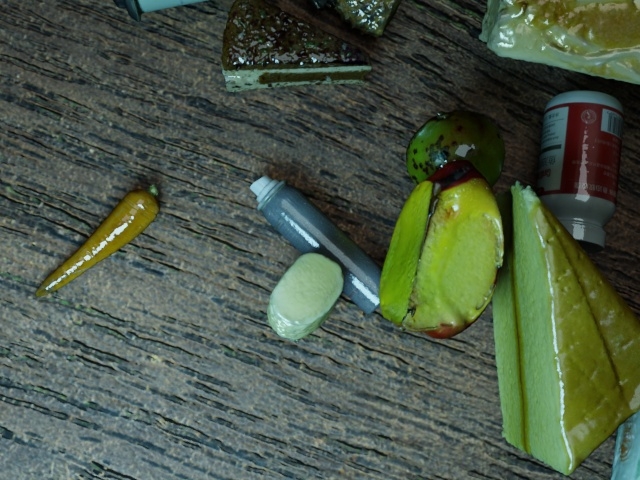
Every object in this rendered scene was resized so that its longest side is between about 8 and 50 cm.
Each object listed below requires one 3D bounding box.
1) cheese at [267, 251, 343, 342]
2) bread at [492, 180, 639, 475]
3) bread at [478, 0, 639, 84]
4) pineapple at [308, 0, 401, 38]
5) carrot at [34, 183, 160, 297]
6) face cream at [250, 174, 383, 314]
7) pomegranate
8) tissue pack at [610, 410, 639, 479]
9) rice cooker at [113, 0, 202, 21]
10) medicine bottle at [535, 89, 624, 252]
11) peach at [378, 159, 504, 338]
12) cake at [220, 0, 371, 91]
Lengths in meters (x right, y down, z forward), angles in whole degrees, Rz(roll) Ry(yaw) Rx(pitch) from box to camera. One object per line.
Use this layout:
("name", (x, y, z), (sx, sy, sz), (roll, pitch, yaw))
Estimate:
("cheese", (-0.028, 0.088, 1.299), (0.123, 0.167, 0.094), (-42, 83, -14))
("bread", (0.310, 0.113, 1.273), (0.245, 0.233, 0.361), (-37, 94, -9))
("bread", (0.472, -0.448, 1.336), (0.390, 0.279, 0.371), (10, 106, -4))
("pineapple", (0.025, -0.439, 1.433), (0.237, 0.111, 0.119), (31, 49, 6))
("carrot", (-0.347, 0.007, 1.339), (0.061, 0.061, 0.257), (45, 82, 3))
("face cream", (0.000, 0.000, 1.365), (0.283, 0.073, 0.073), (43, 79, 3))
("pomegranate", (0.228, -0.118, 1.378), (0.159, 0.159, 0.205), (-40, 116, -11))
("tissue pack", (0.631, 0.348, 1.343), (0.311, 0.128, 0.228), (14, 79, -2))
("rice cooker", (-0.242, -0.492, 1.327), (0.317, 0.316, 0.264), (-16, 126, -8))
("medicine bottle", (0.424, -0.112, 1.398), (0.131, 0.131, 0.250), (10, 80, -4))
("peach", (0.185, 0.016, 1.288), (0.159, 0.154, 0.267), (15, 81, -23))
("cake", (-0.043, -0.328, 1.399), (0.246, 0.112, 0.135), (-4, 78, -6))
